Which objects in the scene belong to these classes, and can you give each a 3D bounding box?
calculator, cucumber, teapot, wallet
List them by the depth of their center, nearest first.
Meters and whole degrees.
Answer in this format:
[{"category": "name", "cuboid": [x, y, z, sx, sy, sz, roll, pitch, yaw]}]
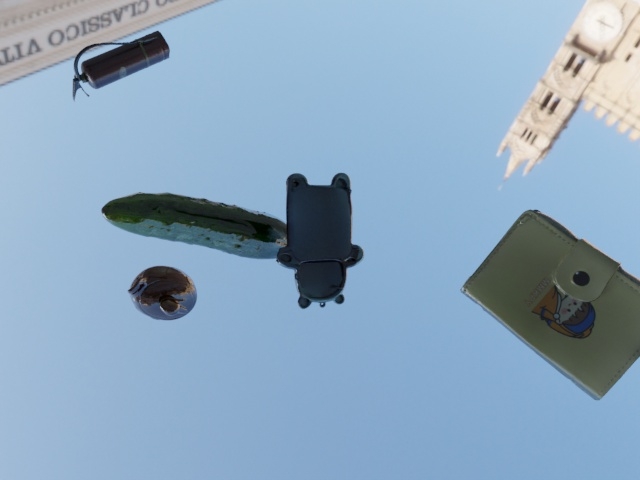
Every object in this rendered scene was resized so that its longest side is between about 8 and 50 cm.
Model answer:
[{"category": "wallet", "cuboid": [0.223, 0.053, 0.555, 0.155, 0.110, 0.039, 41, -167, 23]}, {"category": "calculator", "cuboid": [0.000, 0.000, 0.628, 0.094, 0.019, 0.141, -2, -89, -14]}, {"category": "cucumber", "cuboid": [-0.107, -0.015, 0.648, 0.250, 0.056, 0.056, 13, -135, -31]}, {"category": "teapot", "cuboid": [-0.262, 0.093, 1.008, 0.129, 0.098, 0.078, 38, -169, -42]}]

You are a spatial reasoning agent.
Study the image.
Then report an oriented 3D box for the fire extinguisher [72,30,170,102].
[{"category": "fire extinguisher", "cuboid": [-0.300, -0.265, 0.888, 0.157, 0.078, 0.045, -31, -120, -21]}]
